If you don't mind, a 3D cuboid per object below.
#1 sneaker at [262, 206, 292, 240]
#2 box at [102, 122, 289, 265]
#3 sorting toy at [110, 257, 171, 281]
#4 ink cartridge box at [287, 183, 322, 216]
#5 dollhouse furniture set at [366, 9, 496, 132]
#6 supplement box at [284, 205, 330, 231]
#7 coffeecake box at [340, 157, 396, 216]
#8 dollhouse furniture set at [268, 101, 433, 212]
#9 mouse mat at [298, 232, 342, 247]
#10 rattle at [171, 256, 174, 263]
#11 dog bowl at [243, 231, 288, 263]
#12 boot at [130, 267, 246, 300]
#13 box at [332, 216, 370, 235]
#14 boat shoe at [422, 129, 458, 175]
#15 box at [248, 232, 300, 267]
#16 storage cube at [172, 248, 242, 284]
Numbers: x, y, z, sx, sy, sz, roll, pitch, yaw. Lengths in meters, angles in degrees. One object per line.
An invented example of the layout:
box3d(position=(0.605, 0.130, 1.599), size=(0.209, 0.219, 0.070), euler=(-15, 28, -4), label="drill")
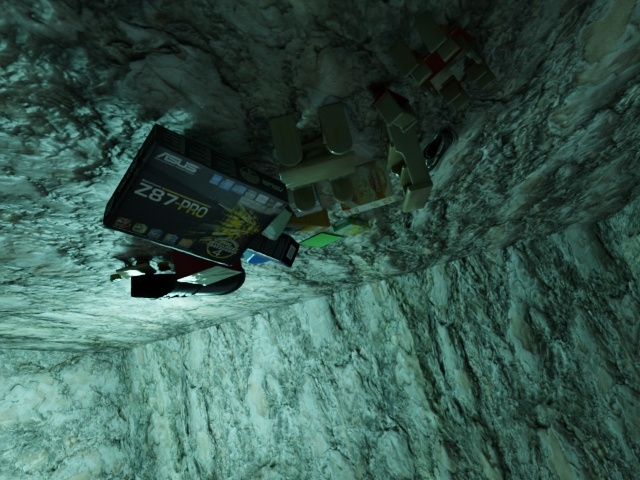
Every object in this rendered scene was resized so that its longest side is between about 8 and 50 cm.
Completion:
box3d(position=(-0.218, -0.114, 1.741), size=(0.256, 0.094, 0.151), euler=(27, 105, -38), label="sneaker")
box3d(position=(-0.335, -0.101, 1.330), size=(0.394, 0.097, 0.318), euler=(23, 127, -34), label="box")
box3d(position=(-0.770, 0.113, 2.062), size=(0.274, 0.046, 0.132), euler=(-12, 163, -4), label="sorting toy")
box3d(position=(-0.054, -0.140, 1.783), size=(0.104, 0.060, 0.180), euler=(-16, 163, 5), label="ink cartridge box")
box3d(position=(0.243, -0.395, 1.155), size=(0.262, 0.135, 0.259), euler=(6, 143, -48), label="dollhouse furniture set")
box3d(position=(-0.074, -0.082, 1.927), size=(0.233, 0.078, 0.080), euler=(3, 160, -42), label="supplement box")
box3d(position=(0.151, -0.181, 1.672), size=(0.185, 0.142, 0.068), euler=(-17, 162, 9), label="coffeecake box")
box3d(position=(0.086, -0.191, 1.396), size=(0.394, 0.257, 0.362), euler=(-14, 163, 0), label="dollhouse furniture set")
box3d(position=(0.000, 0.000, 2.368), size=(0.152, 0.007, 0.189), euler=(-24, 161, 31), label="mouse mat")
box3d(position=(-0.528, 0.100, 2.139), size=(0.142, 0.130, 0.199), euler=(-16, -179, 22), label="rattle")
box3d(position=(-0.244, 0.029, 2.157), size=(0.165, 0.074, 0.297), euler=(-3, 160, -30), label="dog bowl")
box3d(position=(-0.579, 0.183, 2.193), size=(0.366, 0.146, 0.445), euler=(-16, 168, 10), label="boot")
box3d(position=(0.149, -0.061, 2.227), size=(0.105, 0.043, 0.179), euler=(-26, 157, 33), label="box")
box3d(position=(0.373, -0.291, 1.624), size=(0.070, 0.078, 0.219), euler=(-7, 154, -22), label="boat shoe")
box3d(position=(-0.207, 0.014, 1.919), size=(0.207, 0.108, 0.153), euler=(19, 171, 17), label="box")
box3d(position=(-0.433, 0.046, 1.860), size=(0.215, 0.193, 0.183), euler=(-18, 162, 19), label="storage cube")
